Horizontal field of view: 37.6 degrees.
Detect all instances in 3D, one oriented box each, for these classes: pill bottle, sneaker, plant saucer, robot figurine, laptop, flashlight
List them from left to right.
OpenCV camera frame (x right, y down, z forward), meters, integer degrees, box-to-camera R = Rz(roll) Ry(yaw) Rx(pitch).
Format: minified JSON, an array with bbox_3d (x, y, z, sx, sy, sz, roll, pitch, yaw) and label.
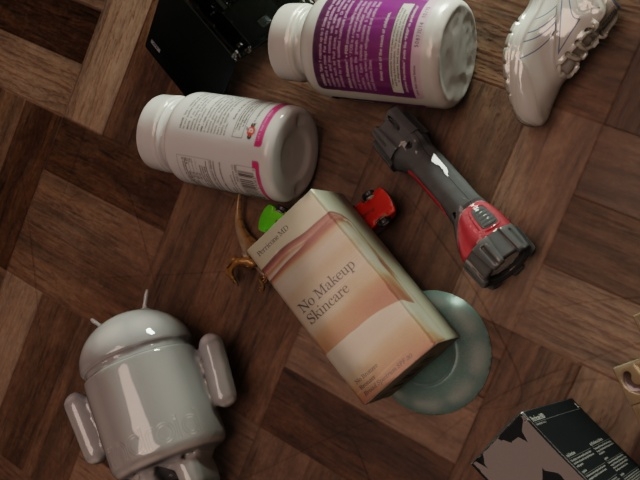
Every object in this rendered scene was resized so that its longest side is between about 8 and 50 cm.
[{"bbox_3d":[-0.285,0.266,1.586,0.300,0.200,0.353,-24,74,3],"label":"robot figurine"},{"bbox_3d":[-0.160,-0.164,1.582,0.283,0.160,0.160,13,91,28],"label":"pill bottle"},{"bbox_3d":[-0.169,-0.388,1.692,0.264,0.136,0.234,-37,68,-7],"label":"laptop"},{"bbox_3d":[0.076,-0.301,1.465,0.301,0.169,0.169,11,90,28],"label":"pill bottle"},{"bbox_3d":[0.165,0.173,1.449,0.195,0.037,0.195,-2,85,28],"label":"plant saucer"},{"bbox_3d":[0.192,-0.065,1.429,0.103,0.103,0.304,-49,61,20],"label":"flashlight"},{"bbox_3d":[0.351,-0.306,1.349,0.129,0.111,0.297,18,95,33],"label":"sneaker"}]

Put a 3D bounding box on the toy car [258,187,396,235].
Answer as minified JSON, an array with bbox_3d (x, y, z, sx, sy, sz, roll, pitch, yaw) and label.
[{"bbox_3d":[0.000,0.000,1.543,0.225,0.053,0.239,26,97,28],"label":"toy car"}]

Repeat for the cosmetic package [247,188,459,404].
[{"bbox_3d":[0.048,0.081,1.409,0.153,0.129,0.296,-45,72,16],"label":"cosmetic package"}]

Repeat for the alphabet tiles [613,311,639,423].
[{"bbox_3d":[0.569,0.186,1.207,0.342,0.011,0.285,-28,82,32],"label":"alphabet tiles"}]

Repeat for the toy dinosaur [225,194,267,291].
[{"bbox_3d":[-0.117,0.022,1.611,0.112,0.064,0.211,-37,71,-8],"label":"toy dinosaur"}]

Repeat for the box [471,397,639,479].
[{"bbox_3d":[0.329,0.310,1.221,0.103,0.261,0.184,-48,66,16],"label":"box"}]
